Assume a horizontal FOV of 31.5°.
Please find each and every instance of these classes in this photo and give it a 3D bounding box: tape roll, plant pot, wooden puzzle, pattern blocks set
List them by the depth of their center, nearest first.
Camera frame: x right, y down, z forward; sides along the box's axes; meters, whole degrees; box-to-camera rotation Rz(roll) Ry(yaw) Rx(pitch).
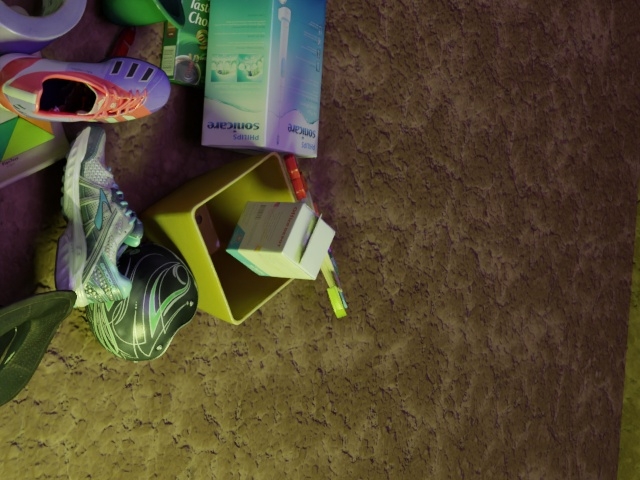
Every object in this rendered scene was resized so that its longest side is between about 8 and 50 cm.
[{"bbox_3d":[-0.433,-0.363,1.613,0.189,0.080,0.188,12,71,-38],"label":"tape roll"},{"bbox_3d":[-0.476,-0.197,1.640,0.221,0.044,0.238,-34,117,-41],"label":"wooden puzzle"},{"bbox_3d":[-0.172,-0.009,1.884,0.212,0.187,0.212,-40,121,-40],"label":"plant pot"},{"bbox_3d":[0.000,0.000,2.035,0.325,0.026,0.285,64,8,-77],"label":"pattern blocks set"}]

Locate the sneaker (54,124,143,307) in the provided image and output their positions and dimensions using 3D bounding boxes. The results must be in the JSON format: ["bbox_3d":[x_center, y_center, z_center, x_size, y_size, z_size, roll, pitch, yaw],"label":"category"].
[{"bbox_3d":[-0.327,-0.036,1.717,0.122,0.110,0.282,2,76,-5],"label":"sneaker"}]

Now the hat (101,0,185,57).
[{"bbox_3d":[-0.333,-0.366,1.802,0.173,0.184,0.208,51,16,-41],"label":"hat"}]

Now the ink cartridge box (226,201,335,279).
[{"bbox_3d":[-0.055,0.000,1.766,0.090,0.143,0.092,41,64,-42],"label":"ink cartridge box"}]

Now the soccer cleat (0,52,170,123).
[{"bbox_3d":[-0.331,-0.214,1.676,0.318,0.116,0.108,-3,115,-49],"label":"soccer cleat"}]

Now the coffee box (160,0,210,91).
[{"bbox_3d":[-0.211,-0.351,1.922,0.113,0.040,0.184,9,86,-48],"label":"coffee box"}]

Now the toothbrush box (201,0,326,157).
[{"bbox_3d":[-0.093,-0.296,1.954,0.216,0.126,0.295,0,93,-67],"label":"toothbrush box"}]

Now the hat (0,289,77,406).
[{"bbox_3d":[-0.498,0.147,1.562,0.331,0.134,0.331,-47,170,-11],"label":"hat"}]

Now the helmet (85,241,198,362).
[{"bbox_3d":[-0.290,0.101,1.786,0.161,0.169,0.169,-48,126,-40],"label":"helmet"}]
